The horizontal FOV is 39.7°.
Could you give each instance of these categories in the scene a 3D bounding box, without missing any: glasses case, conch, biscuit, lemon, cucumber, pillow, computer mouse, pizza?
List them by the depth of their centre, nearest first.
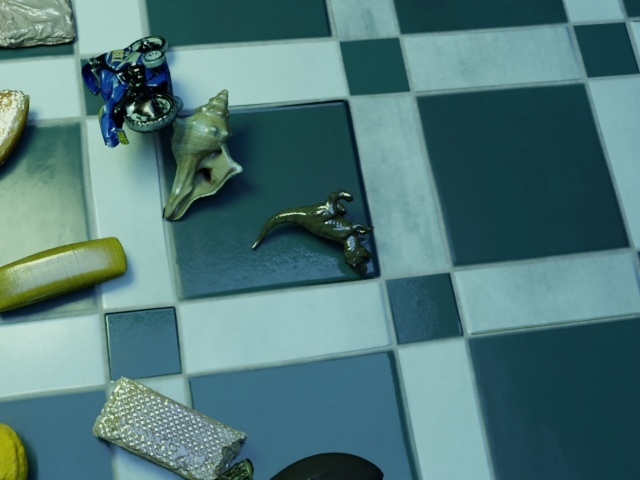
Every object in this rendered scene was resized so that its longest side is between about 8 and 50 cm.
[{"bbox_3d":[-0.507,0.351,1.357,0.114,0.114,0.155,-13,78,-13],"label":"lemon"},{"bbox_3d":[-0.194,0.425,1.373,0.245,0.067,0.067,-35,77,13],"label":"cucumber"},{"bbox_3d":[-0.034,0.396,1.398,0.270,0.137,0.086,-22,85,-16],"label":"computer mouse"},{"bbox_3d":[-0.242,0.317,1.437,0.239,0.062,0.108,25,71,2],"label":"biscuit"},{"bbox_3d":[-0.445,0.054,1.495,0.234,0.064,0.079,-17,76,-14],"label":"glasses case"},{"bbox_3d":[-0.618,-0.211,1.566,0.193,0.053,0.201,39,81,4],"label":"pizza"},{"bbox_3d":[-0.202,-0.155,1.592,0.137,0.114,0.233,5,105,4],"label":"conch"},{"bbox_3d":[-0.590,-0.421,1.650,0.249,0.049,0.135,-8,68,-14],"label":"pillow"}]

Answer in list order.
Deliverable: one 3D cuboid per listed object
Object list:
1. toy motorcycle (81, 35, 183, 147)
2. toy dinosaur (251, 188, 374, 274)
[{"bbox_3d":[-0.342,-0.272,1.577,0.169,0.113,0.315,-15,42,-1],"label":"toy motorcycle"},{"bbox_3d":[0.000,0.000,1.571,0.187,0.087,0.179,44,69,9],"label":"toy dinosaur"}]
